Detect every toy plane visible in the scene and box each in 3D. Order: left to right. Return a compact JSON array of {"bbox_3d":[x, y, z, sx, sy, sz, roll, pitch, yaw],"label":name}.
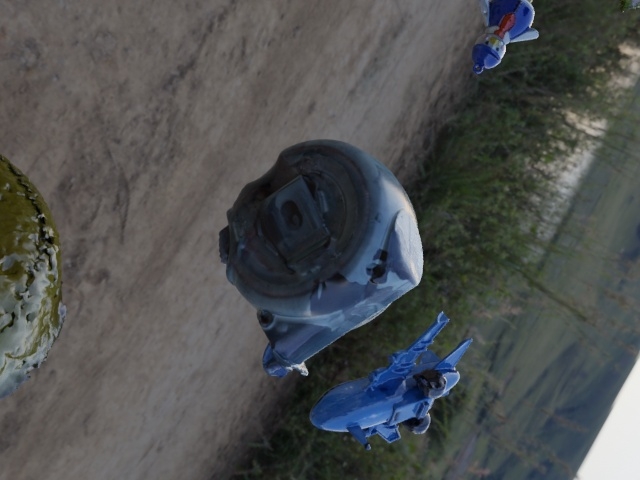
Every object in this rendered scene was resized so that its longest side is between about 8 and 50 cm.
[{"bbox_3d":[0.105,0.221,0.969,0.271,0.105,0.254,-18,135,-38],"label":"toy plane"}]

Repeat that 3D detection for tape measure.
[{"bbox_3d":[0.000,0.000,0.902,0.256,0.275,0.147,-36,146,13],"label":"tape measure"}]

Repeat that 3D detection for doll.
[{"bbox_3d":[0.250,-0.293,0.939,0.143,0.098,0.057,-58,-177,-1],"label":"doll"}]

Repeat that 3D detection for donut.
[{"bbox_3d":[-0.310,0.006,0.478,0.272,0.272,0.107,-36,160,-48],"label":"donut"}]

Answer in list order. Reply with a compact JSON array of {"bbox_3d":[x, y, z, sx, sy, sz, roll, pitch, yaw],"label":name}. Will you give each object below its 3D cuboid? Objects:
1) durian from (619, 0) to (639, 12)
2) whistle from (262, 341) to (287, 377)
[{"bbox_3d":[0.470,-0.344,0.846,0.086,0.215,0.100,39,38,-83],"label":"durian"},{"bbox_3d":[-0.023,0.111,1.096,0.304,0.062,0.062,-61,170,-61],"label":"whistle"}]
